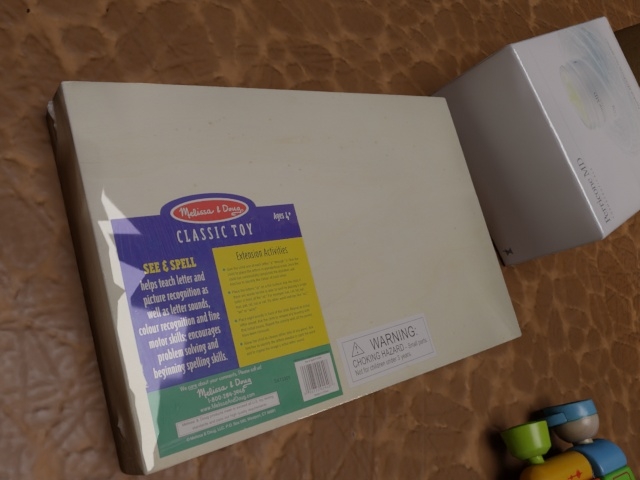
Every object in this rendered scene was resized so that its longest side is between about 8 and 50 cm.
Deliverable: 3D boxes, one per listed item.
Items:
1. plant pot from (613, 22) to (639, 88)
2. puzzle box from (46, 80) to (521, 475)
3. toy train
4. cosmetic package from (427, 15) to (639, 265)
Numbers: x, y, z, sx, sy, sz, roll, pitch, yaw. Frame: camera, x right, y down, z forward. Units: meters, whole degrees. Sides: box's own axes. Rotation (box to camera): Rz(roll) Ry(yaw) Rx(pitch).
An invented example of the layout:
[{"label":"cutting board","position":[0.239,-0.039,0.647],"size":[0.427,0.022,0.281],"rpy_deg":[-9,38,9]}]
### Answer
[{"label":"plant pot","position":[0.481,-0.210,0.834],"size":[0.237,0.254,0.237],"rpy_deg":[14,66,-34]},{"label":"puzzle box","position":[0.000,0.000,0.531],"size":[0.409,0.052,0.272],"rpy_deg":[-8,79,-38]},{"label":"toy train","position":[0.212,0.240,0.577],"size":[0.248,0.105,0.143],"rpy_deg":[0,64,-36]},{"label":"cosmetic package","position":[0.283,-0.122,0.726],"size":[0.224,0.138,0.224],"rpy_deg":[-27,91,-36]}]
